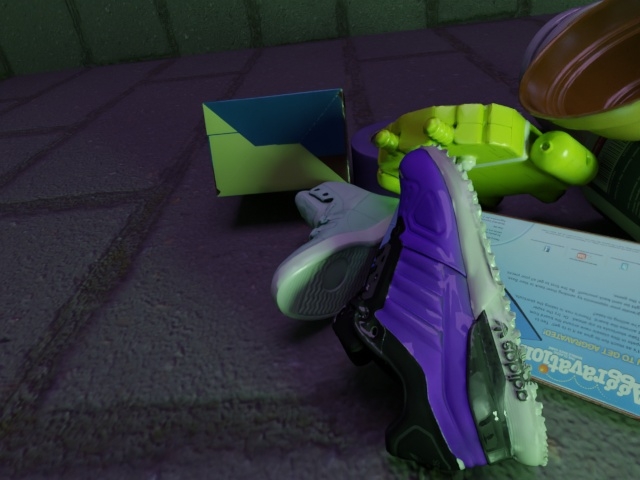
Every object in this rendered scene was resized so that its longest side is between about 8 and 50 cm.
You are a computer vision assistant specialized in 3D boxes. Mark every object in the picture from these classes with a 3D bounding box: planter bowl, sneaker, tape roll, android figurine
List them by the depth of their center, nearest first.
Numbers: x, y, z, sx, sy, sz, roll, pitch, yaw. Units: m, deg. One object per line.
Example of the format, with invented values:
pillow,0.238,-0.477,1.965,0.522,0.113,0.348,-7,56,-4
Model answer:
sneaker,0.077,0.043,0.397,0.146,0.102,0.294,-14,57,12
planter bowl,0.318,-0.163,0.439,0.217,0.090,0.217,-36,26,21
android figurine,0.181,-0.090,0.545,0.272,0.056,0.248,13,-10,-43
sneaker,0.000,0.000,0.552,0.151,0.094,0.255,25,34,32
tape roll,0.146,-0.135,0.751,0.188,0.080,0.189,-6,32,4

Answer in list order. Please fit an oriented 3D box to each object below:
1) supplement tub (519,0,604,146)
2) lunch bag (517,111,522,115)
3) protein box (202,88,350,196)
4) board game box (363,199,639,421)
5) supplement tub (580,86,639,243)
supplement tub,0.478,-0.241,0.705,0.235,0.236,0.325,-7,32,0
lunch bag,0.320,-0.183,0.798,0.053,0.071,0.083,21,40,31
protein box,-0.055,-0.160,0.729,0.199,0.136,0.201,-4,15,5
board game box,0.182,0.049,0.433,0.281,0.027,0.145,17,74,32
supplement tub,0.414,-0.045,0.451,0.191,0.191,0.272,-7,32,1
